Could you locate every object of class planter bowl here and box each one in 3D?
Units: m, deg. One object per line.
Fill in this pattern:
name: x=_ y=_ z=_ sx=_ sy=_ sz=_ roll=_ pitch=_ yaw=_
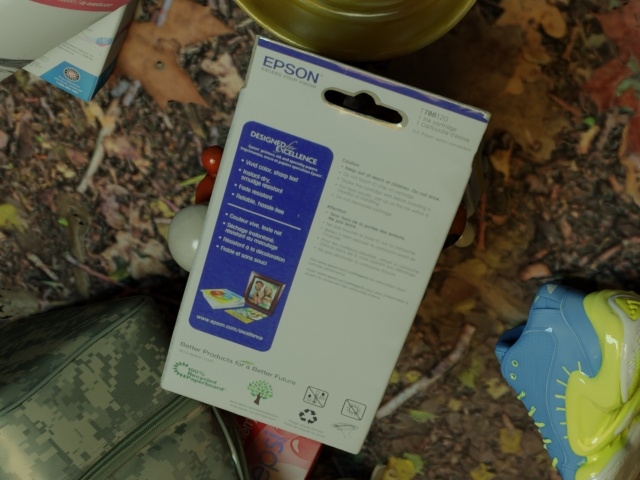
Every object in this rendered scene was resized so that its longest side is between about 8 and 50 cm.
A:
planter bowl: x=0.028 y=-0.243 z=1.149 sx=0.217 sy=0.090 sz=0.217 roll=9 pitch=123 yaw=15

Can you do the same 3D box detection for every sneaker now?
sneaker: x=0.205 y=0.128 z=1.333 sx=0.126 sy=0.091 sz=0.240 roll=25 pitch=128 yaw=26

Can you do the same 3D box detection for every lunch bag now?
lunch bag: x=-0.209 y=0.206 z=1.393 sx=0.305 sy=0.212 sz=0.256 roll=-14 pitch=109 yaw=53

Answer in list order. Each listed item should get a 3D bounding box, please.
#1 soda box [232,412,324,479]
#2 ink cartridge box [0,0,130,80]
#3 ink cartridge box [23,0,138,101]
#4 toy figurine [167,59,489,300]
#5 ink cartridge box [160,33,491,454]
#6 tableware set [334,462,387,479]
soda box: x=-0.054 y=0.199 z=1.456 sx=0.092 sy=0.083 sz=0.263 roll=25 pitch=126 yaw=3
ink cartridge box: x=-0.269 y=-0.229 z=1.198 sx=0.283 sy=0.117 sz=0.207 roll=-25 pitch=78 yaw=30
ink cartridge box: x=-0.194 y=-0.186 z=1.286 sx=0.088 sy=0.052 sz=0.122 roll=28 pitch=126 yaw=1
toy figurine: x=0.010 y=-0.030 z=1.252 sx=0.209 sy=0.148 sz=0.213 roll=36 pitch=125 yaw=-4
ink cartridge box: x=0.000 y=0.000 z=1.153 sx=0.165 sy=0.065 sz=0.332 roll=20 pitch=129 yaw=0
tableware set: x=-0.006 y=0.290 z=1.469 sx=0.039 sy=0.128 sz=0.194 roll=50 pitch=136 yaw=32
